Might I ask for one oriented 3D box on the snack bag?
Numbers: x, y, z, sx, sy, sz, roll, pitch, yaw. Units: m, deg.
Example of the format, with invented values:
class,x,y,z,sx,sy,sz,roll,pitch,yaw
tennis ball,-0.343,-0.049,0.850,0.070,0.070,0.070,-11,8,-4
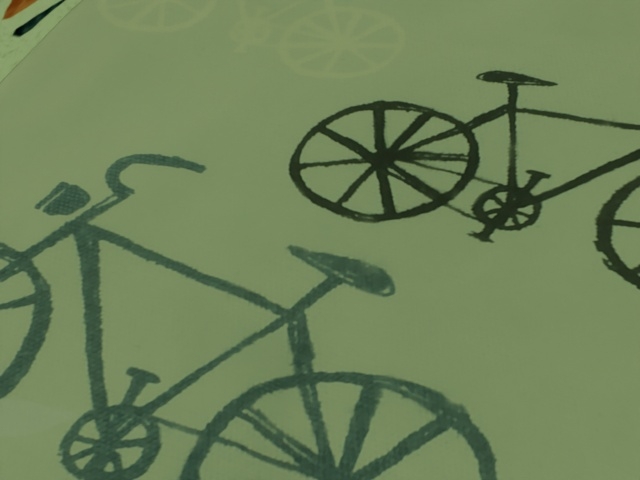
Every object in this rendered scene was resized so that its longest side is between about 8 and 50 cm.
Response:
class,x,y,z,sx,sy,sz,roll,pitch,yaw
snack bag,0.000,0.000,0.512,0.323,0.037,0.342,15,49,24
